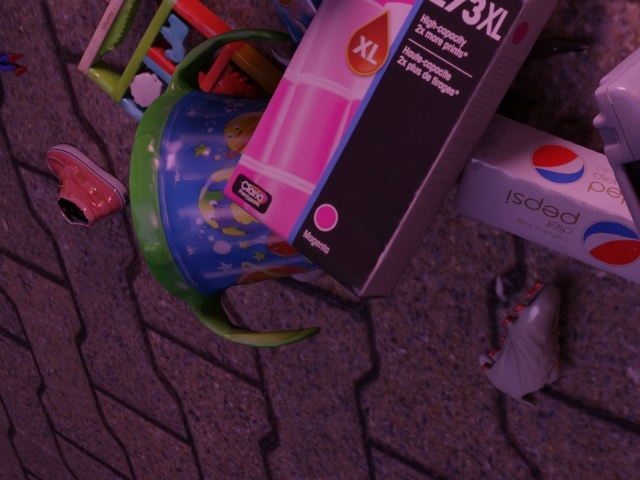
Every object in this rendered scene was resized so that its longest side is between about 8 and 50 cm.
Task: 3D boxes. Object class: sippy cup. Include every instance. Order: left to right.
[{"bbox_3d":[-0.053,-0.057,1.285,0.224,0.240,0.305,-5,129,21],"label":"sippy cup"}]

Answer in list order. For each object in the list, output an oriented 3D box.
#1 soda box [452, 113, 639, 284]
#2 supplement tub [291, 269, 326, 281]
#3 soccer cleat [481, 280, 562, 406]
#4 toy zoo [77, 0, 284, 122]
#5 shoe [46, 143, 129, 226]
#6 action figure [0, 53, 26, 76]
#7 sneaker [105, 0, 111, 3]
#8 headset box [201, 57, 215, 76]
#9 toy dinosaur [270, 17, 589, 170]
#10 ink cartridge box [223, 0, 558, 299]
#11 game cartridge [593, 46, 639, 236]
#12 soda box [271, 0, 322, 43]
[{"bbox_3d":[0.233,-0.032,1.058,0.216,0.069,0.074,23,140,10],"label":"soda box"},{"bbox_3d":[0.000,0.000,1.427,0.071,0.071,0.107,51,146,3],"label":"supplement tub"},{"bbox_3d":[0.229,0.110,1.258,0.076,0.068,0.196,37,150,15],"label":"soccer cleat"},{"bbox_3d":[-0.143,-0.176,1.418,0.293,0.030,0.192,41,134,1],"label":"toy zoo"},{"bbox_3d":[-0.376,-0.083,1.801,0.178,0.081,0.063,32,141,30],"label":"shoe"},{"bbox_3d":[-0.495,-0.273,1.826,0.115,0.030,0.038,16,136,46],"label":"action figure"},{"bbox_3d":[-0.225,-0.367,1.358,0.128,0.087,0.221,21,136,41],"label":"sneaker"},{"bbox_3d":[-0.147,-0.191,1.469,0.062,0.032,0.083,56,148,-5],"label":"headset box"},{"bbox_3d":[0.095,-0.136,1.114,0.313,0.121,0.160,-3,150,48],"label":"toy dinosaur"},{"bbox_3d":[0.070,-0.150,1.028,0.175,0.069,0.371,36,104,27],"label":"ink cartridge box"},{"bbox_3d":[0.318,-0.024,0.901,0.062,0.198,0.297,-6,116,53],"label":"game cartridge"},{"bbox_3d":[-0.034,-0.297,1.205,0.058,0.063,0.183,-15,108,53],"label":"soda box"}]
